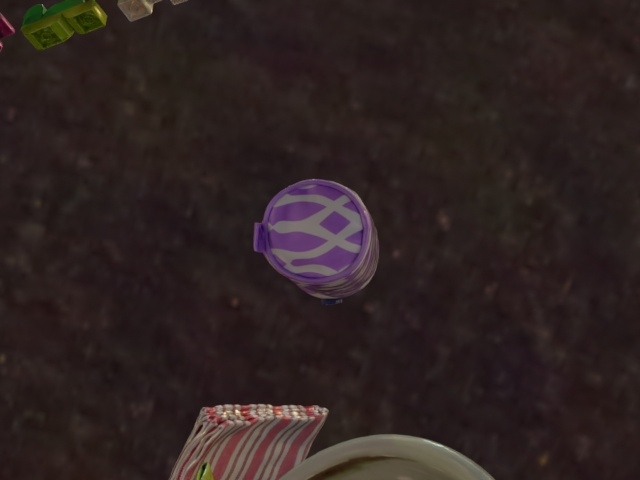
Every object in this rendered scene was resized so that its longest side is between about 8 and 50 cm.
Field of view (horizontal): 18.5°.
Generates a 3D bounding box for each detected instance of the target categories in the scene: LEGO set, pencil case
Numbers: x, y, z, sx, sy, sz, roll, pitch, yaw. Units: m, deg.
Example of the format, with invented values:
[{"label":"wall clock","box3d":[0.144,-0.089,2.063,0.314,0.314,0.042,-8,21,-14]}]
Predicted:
[{"label":"LEGO set","box3d":[-0.206,-0.202,1.469,0.227,0.087,0.093,-17,45,23]},{"label":"pencil case","box3d":[0.000,0.000,1.527,0.088,0.206,0.086,3,84,3]}]

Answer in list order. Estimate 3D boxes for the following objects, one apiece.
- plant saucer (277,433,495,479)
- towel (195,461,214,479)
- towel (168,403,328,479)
[{"label":"plant saucer","box3d":[0.050,0.361,1.599,0.100,0.400,0.400,24,29,-41]},{"label":"towel","box3d":[-0.049,0.168,1.090,0.009,0.083,0.060,-23,13,5]},{"label":"towel","box3d":[-0.072,0.216,1.773,0.029,0.144,0.197,33,14,31]}]
